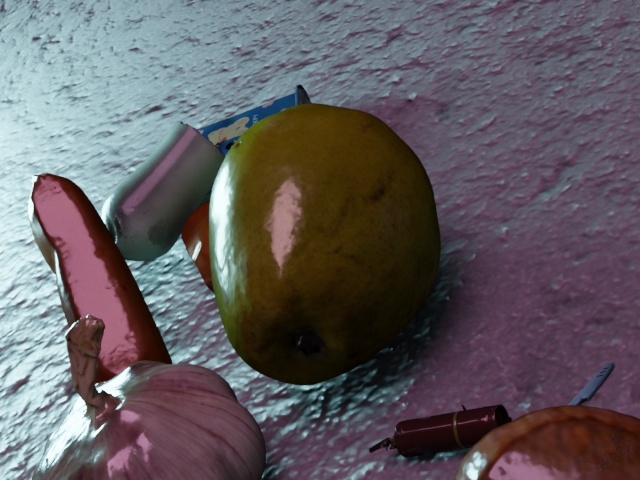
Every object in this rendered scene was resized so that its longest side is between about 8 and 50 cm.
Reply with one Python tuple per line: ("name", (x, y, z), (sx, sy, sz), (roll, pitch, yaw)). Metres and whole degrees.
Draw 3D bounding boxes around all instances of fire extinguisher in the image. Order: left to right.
("fire extinguisher", (0.115, 0.184, 1.484), (0.132, 0.039, 0.056), (-13, 5, 25))

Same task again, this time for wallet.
("wallet", (-0.103, -0.121, 2.023), (0.202, 0.059, 0.141), (-20, 37, 14))

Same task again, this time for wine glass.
("wine glass", (-0.215, -0.034, 1.916), (0.231, 0.103, 0.103), (-53, 38, -9))

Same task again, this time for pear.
("pear", (0.000, 0.000, 1.620), (0.253, 0.253, 0.307), (-15, 38, 21))

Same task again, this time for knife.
("knife", (0.249, 0.147, 1.460), (0.091, 0.005, 0.014), (-44, 35, -21))

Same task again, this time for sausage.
("sausage", (-0.255, 0.060, 1.775), (0.094, 0.097, 0.348), (-20, 60, -13))
("sausage", (-0.117, 0.011, 1.841), (0.089, 0.089, 0.179), (-29, 29, 2))

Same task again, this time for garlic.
("garlic", (-0.194, 0.186, 1.533), (0.245, 0.253, 0.245), (-18, 28, 10))

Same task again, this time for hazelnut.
("hazelnut", (0.203, 0.221, 1.260), (0.214, 0.176, 0.214), (-3, 6, 0))
